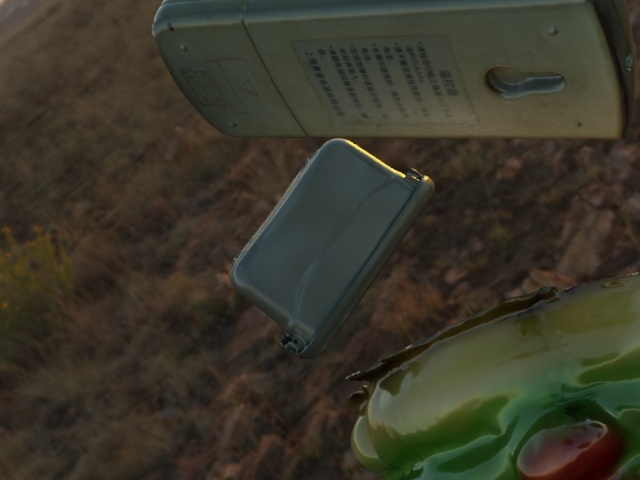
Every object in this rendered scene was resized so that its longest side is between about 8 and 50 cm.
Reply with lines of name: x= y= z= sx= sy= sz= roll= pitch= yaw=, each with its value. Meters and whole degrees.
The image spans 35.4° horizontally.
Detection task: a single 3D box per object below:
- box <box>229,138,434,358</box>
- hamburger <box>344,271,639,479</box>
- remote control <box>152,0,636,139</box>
box: x=0.000 y=0.000 z=0.794 sx=0.172 sy=0.093 sz=0.124 roll=-55 pitch=5 yaw=-8
hamburger: x=0.131 y=0.109 z=0.457 sx=0.237 sy=0.237 sz=0.149 roll=-26 pitch=66 yaw=28
remote control: x=0.031 y=-0.088 z=0.487 sx=0.233 sy=0.098 sz=0.038 roll=4 pitch=58 yaw=29
